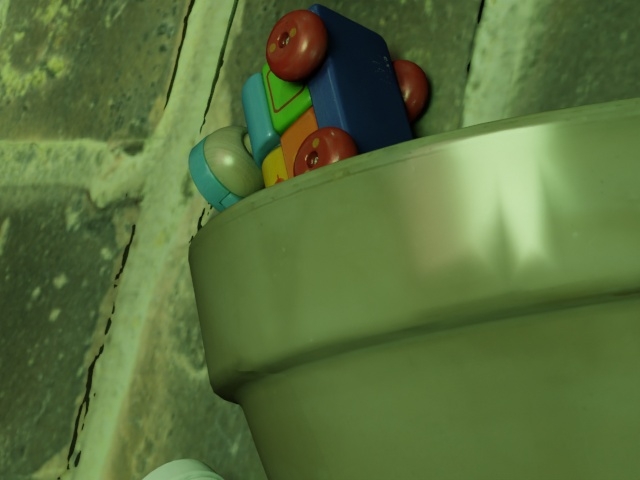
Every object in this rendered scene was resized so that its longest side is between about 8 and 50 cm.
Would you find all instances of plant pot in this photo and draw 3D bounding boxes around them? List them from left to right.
[{"bbox_3d":[0.121,0.117,0.645,0.323,0.323,0.280,-15,76,34],"label":"plant pot"}]

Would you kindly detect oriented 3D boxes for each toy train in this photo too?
[{"bbox_3d":[0.000,0.000,0.922,0.143,0.105,0.248,-38,49,32],"label":"toy train"}]

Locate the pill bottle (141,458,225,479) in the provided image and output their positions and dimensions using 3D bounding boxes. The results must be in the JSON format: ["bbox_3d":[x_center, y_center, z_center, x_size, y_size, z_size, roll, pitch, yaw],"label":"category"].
[{"bbox_3d":[-0.041,0.187,0.865,0.160,0.087,0.087,37,94,44],"label":"pill bottle"}]
